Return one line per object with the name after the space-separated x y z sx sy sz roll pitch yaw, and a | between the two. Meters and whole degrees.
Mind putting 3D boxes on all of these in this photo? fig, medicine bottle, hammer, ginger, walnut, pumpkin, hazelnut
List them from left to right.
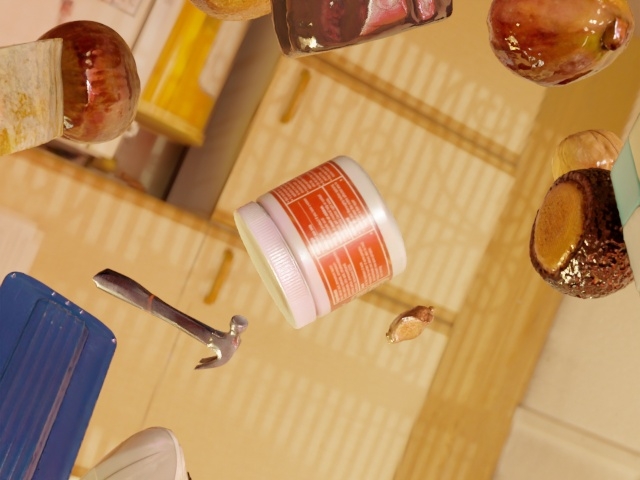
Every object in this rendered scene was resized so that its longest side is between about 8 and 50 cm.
-0.569 -0.217 1.579 0.332 0.332 0.199 -150 -131 -64 | pumpkin
-0.439 -0.297 1.834 0.218 0.218 0.234 -128 -140 -61 | hazelnut
-0.279 0.134 1.731 0.137 0.290 0.037 -65 175 31 | hammer
0.000 0.000 1.777 0.241 0.252 0.252 -27 -154 -10 | medicine bottle
0.221 0.208 2.395 0.137 0.074 0.213 -28 180 10 | ginger
0.435 -0.385 1.738 0.263 0.224 0.224 0 -116 28 | fig
0.560 -0.131 1.963 0.165 0.165 0.197 -36 -119 45 | walnut

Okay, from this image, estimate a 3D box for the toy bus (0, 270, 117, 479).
-0.323 0.190 0.923 0.175 0.138 0.287 -37 -152 33 | toy bus

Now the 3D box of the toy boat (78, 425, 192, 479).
-0.263 0.364 1.352 0.269 0.141 0.141 -34 -143 20 | toy boat

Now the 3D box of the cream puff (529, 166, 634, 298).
0.486 -0.010 1.714 0.239 0.165 0.239 -167 -90 -74 | cream puff

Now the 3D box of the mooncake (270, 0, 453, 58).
0.060 -0.377 1.487 0.283 0.283 0.141 20 -54 64 | mooncake

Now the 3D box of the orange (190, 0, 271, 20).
-0.161 -0.560 1.844 0.274 0.274 0.274 -42 -145 39 | orange

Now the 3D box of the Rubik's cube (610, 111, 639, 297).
0.647 -0.050 1.365 0.347 0.344 0.346 85 0 -66 | Rubik's cube
